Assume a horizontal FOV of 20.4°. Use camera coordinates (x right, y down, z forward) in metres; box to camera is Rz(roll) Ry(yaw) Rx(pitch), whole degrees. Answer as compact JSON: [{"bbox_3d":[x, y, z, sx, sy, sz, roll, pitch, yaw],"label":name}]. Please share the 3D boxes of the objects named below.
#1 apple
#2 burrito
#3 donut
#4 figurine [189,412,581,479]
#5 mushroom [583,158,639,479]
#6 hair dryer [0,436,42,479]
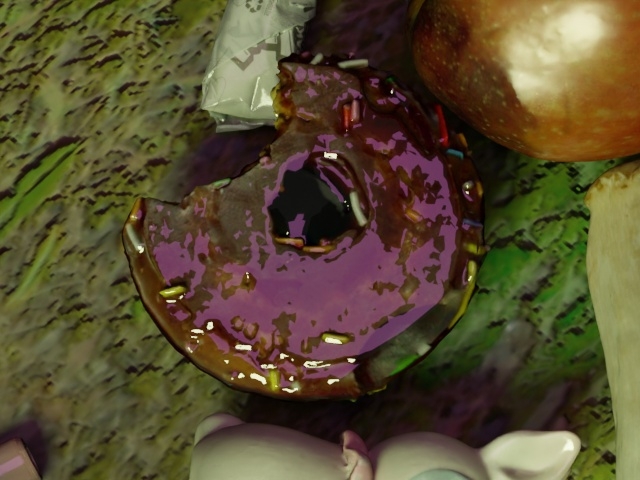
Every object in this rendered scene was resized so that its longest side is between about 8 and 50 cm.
[{"bbox_3d":[0.160,-0.161,1.126,0.230,0.230,0.230,-1,71,4],"label":"apple"},{"bbox_3d":[-0.030,-0.169,1.230,0.064,0.064,0.203,13,74,8],"label":"burrito"},{"bbox_3d":[-0.001,0.001,1.148,0.216,0.096,0.230,32,76,11],"label":"donut"},{"bbox_3d":[0.040,0.179,1.068,0.236,0.127,0.155,0,52,1],"label":"figurine"},{"bbox_3d":[0.220,0.105,1.102,0.123,0.095,0.351,-4,68,24],"label":"mushroom"},{"bbox_3d":[-0.195,0.188,1.131,0.063,0.037,0.114,-27,78,-7],"label":"hair dryer"}]
